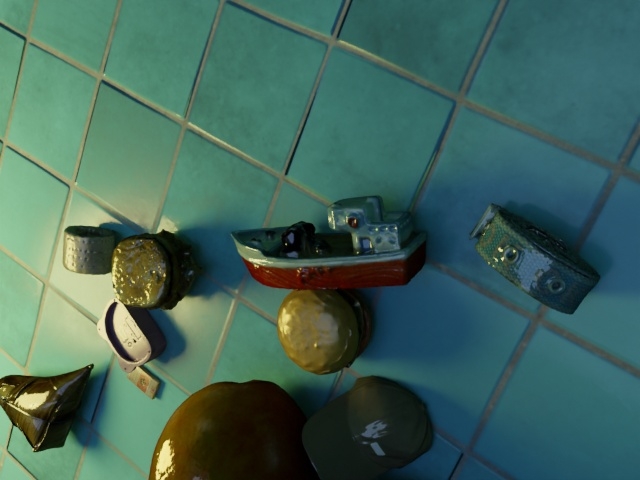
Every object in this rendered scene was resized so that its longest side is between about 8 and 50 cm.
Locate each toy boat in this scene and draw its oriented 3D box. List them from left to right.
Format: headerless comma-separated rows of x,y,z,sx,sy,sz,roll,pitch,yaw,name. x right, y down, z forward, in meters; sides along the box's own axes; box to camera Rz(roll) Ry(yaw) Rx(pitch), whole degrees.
0.000,0.000,1.113,0.331,0.145,0.133,-3,106,26,toy boat

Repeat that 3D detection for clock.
-0.397,0.197,1.431,0.110,0.050,0.153,-46,73,27,clock

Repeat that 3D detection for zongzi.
-0.636,0.328,1.561,0.221,0.112,0.242,33,104,24,zongzi

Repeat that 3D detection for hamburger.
-0.307,0.057,1.322,0.184,0.131,0.159,3,89,24,hamburger
0.006,0.142,1.148,0.162,0.115,0.162,4,99,28,hamburger

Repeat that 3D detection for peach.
-0.141,0.397,1.173,0.307,0.308,0.332,-8,59,31,peach

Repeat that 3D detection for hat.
0.077,0.315,1.102,0.144,0.173,0.166,-38,78,36,hat

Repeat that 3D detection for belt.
0.301,0.024,0.948,0.163,0.148,0.082,28,109,-6,belt

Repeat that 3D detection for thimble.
-0.487,0.022,1.435,0.115,0.102,0.090,25,111,57,thimble

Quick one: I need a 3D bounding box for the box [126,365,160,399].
-0.378,0.297,1.455,0.083,0.012,0.046,32,110,25,box
